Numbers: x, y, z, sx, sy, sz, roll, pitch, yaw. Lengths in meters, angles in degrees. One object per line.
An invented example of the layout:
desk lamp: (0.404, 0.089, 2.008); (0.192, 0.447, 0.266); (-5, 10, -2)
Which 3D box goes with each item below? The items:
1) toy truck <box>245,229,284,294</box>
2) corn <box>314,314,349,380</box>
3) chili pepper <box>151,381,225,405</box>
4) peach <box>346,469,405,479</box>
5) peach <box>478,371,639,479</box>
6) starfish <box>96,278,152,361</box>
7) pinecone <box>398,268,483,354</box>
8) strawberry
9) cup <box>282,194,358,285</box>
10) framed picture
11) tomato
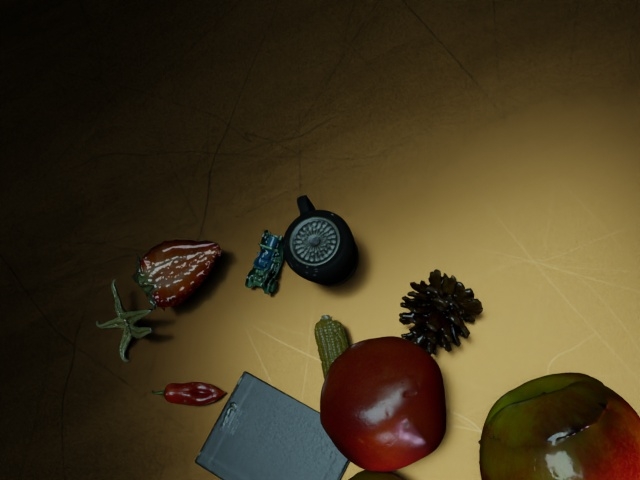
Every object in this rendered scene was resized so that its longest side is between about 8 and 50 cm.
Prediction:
toy truck: (-0.135, 0.052, 1.978); (0.080, 0.078, 0.154); (17, 81, 19)
corn: (0.039, 0.292, 1.874); (0.080, 0.080, 0.238); (-16, 75, 10)
chili pepper: (-0.330, 0.380, 1.957); (0.191, 0.050, 0.059); (-1, 59, 6)
peach: (0.119, 0.632, 1.731); (0.251, 0.153, 0.251); (-7, 71, 20)
peach: (0.493, 0.460, 1.591); (0.370, 0.370, 0.369); (-3, 75, 13)
starfish: (-0.500, 0.204, 2.023); (0.224, 0.050, 0.216); (-7, 101, 34)
pinecone: (0.265, 0.169, 1.810); (0.179, 0.150, 0.195); (35, 96, 23)
strawberry: (-0.363, 0.066, 2.023); (0.228, 0.098, 0.174); (-42, 71, -2)
cup: (0.000, 0.000, 1.905); (0.169, 0.176, 0.223); (-22, 69, 10)
framed picture: (-0.105, 0.502, 1.890); (0.339, 0.014, 0.255); (26, 83, 18)
tomato: (0.150, 0.362, 1.723); (0.299, 0.226, 0.298); (-1, 94, -18)
